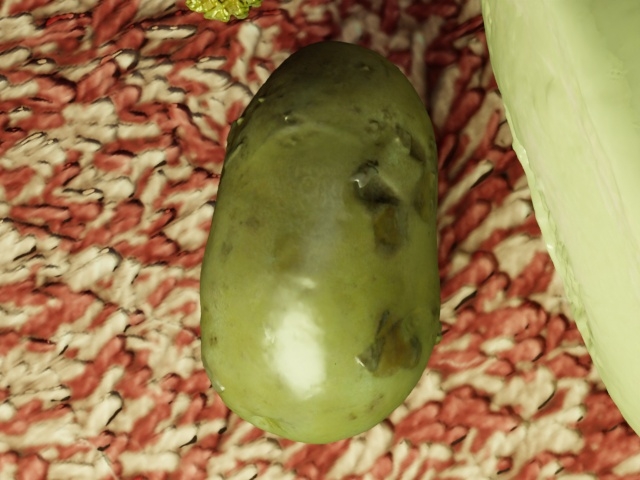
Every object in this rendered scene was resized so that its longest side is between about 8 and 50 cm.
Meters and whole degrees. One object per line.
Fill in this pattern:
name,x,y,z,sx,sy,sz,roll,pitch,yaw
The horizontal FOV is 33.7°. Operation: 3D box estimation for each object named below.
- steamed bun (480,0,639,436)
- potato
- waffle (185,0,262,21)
steamed bun,0.296,-0.085,0.590,0.371,0.290,0.455,-22,79,10
potato,0.000,0.000,0.681,0.165,0.165,0.262,0,89,1
waffle,-0.074,-0.204,0.776,0.078,0.016,0.085,-5,99,0
